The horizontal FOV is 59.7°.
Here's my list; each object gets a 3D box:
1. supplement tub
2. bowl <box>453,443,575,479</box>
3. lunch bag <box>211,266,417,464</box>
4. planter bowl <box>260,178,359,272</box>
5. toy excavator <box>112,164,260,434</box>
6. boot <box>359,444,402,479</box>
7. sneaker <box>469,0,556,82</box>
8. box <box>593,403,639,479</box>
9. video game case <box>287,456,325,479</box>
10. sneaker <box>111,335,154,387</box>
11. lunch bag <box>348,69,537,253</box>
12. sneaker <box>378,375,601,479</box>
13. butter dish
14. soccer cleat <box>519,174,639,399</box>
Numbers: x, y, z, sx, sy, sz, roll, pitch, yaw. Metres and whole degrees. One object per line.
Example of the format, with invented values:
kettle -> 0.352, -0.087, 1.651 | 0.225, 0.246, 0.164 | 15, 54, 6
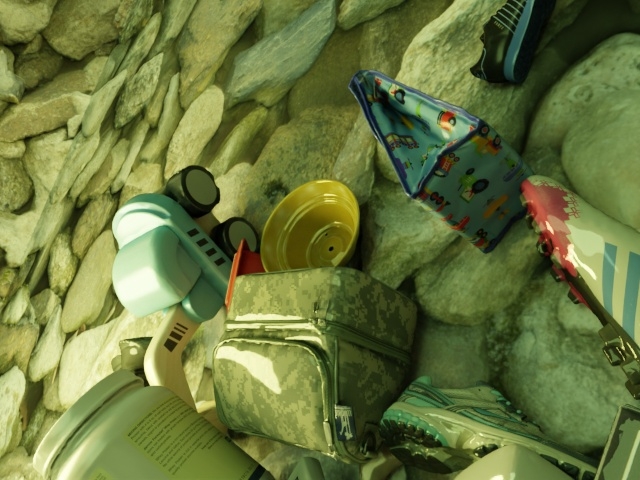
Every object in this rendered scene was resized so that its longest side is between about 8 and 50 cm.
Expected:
supplement tub -> -0.257, 0.383, 0.887 | 0.325, 0.235, 0.235 | 37, 98, 9
bowl -> 0.224, 0.306, 0.611 | 0.053, 0.142, 0.142 | -48, -6, -49
lunch bag -> -0.018, 0.191, 0.867 | 0.305, 0.212, 0.256 | -7, 64, 44
planter bowl -> 0.000, 0.000, 1.041 | 0.217, 0.090, 0.217 | -18, 55, 29
toy excavator -> -0.295, 0.136, 1.142 | 0.222, 0.433, 0.445 | -22, 27, 35
boot -> 0.101, 0.320, 0.814 | 0.087, 0.042, 0.118 | -27, 52, 30
sneaker -> 0.325, -0.375, 0.936 | 0.090, 0.081, 0.232 | 18, 84, 41
box -> 0.363, 0.334, 0.439 | 0.294, 0.183, 0.296 | 16, 79, 47
video game case -> -0.050, 0.524, 0.753 | 0.329, 0.036, 0.300 | -62, 25, 19
sneaker -> -0.404, 0.297, 1.257 | 0.286, 0.109, 0.130 | 130, 133, -54
lunch bag -> 0.172, -0.151, 0.861 | 0.138, 0.221, 0.293 | -47, 44, 16
sneaker -> 0.219, 0.233, 0.693 | 0.283, 0.110, 0.122 | 10, 40, 31
butter dish -> -0.112, 0.097, 1.092 | 0.118, 0.160, 0.160 | 6, 67, 2
soccer cleat -> 0.366, 0.032, 0.672 | 0.143, 0.116, 0.331 | -27, 52, 12
